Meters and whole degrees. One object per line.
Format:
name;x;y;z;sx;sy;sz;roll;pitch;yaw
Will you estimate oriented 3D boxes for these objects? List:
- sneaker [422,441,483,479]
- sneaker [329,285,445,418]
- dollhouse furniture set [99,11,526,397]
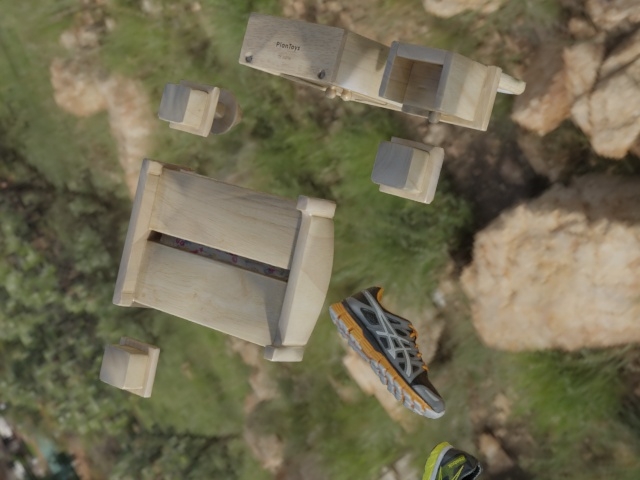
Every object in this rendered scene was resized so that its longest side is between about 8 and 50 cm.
sneaker;0.079;0.171;0.770;0.035;0.031;0.083;9;84;36
sneaker;0.105;0.151;1.669;0.215;0.083;0.084;50;167;14
dollhouse furniture set;0.000;0.000;1.074;0.303;0.174;0.355;17;95;37
